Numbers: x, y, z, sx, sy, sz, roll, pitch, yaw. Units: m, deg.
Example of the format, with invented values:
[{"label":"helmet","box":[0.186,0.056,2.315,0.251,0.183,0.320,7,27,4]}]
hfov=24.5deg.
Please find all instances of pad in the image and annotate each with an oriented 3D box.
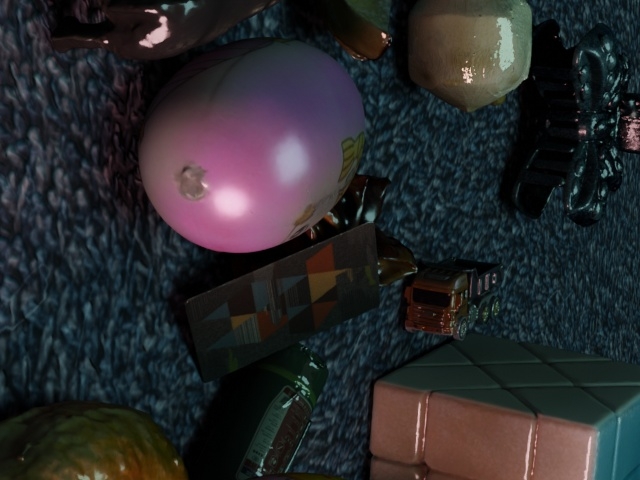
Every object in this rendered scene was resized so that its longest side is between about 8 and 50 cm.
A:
[{"label":"pad","box":[-0.034,0.065,1.508,0.211,0.003,0.143,-24,141,-14]}]

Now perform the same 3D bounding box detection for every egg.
[{"label":"egg","box":[-0.057,-0.099,1.377,0.271,0.196,0.196,-56,144,-47]}]

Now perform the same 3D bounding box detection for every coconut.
[{"label":"coconut","box":[0.189,-0.245,1.851,0.161,0.161,0.162,-34,128,-55]}]

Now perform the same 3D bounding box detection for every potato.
[{"label":"potato","box":[0.032,-0.299,1.632,0.120,0.100,0.261,126,-20,-51]}]

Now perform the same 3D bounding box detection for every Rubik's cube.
[{"label":"Rubik's cube","box":[0.266,0.327,1.991,0.322,0.319,0.316,-16,113,-60]}]

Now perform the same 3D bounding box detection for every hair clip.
[{"label":"hair clip","box":[0.395,-0.180,2.242,0.206,0.194,0.310,-14,112,-54]}]

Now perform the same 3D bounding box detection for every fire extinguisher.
[{"label":"fire extinguisher","box":[-0.084,0.242,1.532,0.294,0.093,0.118,-64,144,-30]}]

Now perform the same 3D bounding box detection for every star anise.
[{"label":"star anise","box":[0.000,0.000,1.567,0.220,0.190,0.126,57,8,-51]}]

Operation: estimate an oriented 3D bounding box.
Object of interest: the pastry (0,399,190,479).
[{"label":"pastry","box":[-0.220,0.292,1.239,0.330,0.136,0.329,-31,127,-55]}]

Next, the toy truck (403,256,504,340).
[{"label":"toy truck","box":[0.184,0.072,2.013,0.192,0.083,0.092,-22,117,-61]}]

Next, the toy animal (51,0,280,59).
[{"label":"toy animal","box":[-0.081,-0.240,1.303,0.343,0.168,0.106,-23,117,-42]}]

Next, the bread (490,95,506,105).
[{"label":"bread","box":[0.240,-0.253,2.052,0.154,0.054,0.136,-33,125,-49]}]

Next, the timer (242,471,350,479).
[{"label":"timer","box":[0.017,0.348,1.395,0.285,0.285,0.285,-28,123,-57]}]
